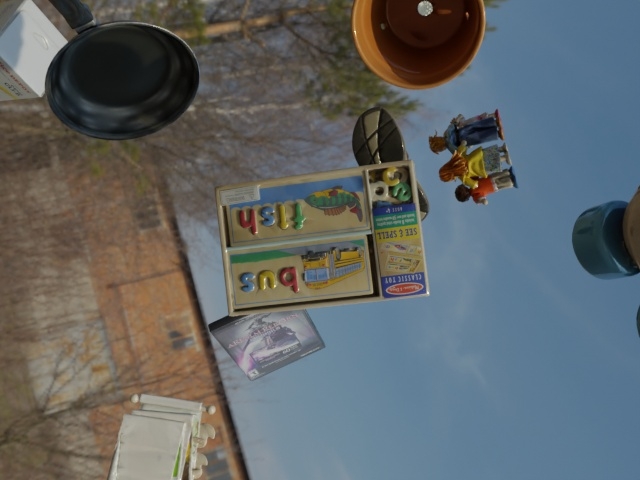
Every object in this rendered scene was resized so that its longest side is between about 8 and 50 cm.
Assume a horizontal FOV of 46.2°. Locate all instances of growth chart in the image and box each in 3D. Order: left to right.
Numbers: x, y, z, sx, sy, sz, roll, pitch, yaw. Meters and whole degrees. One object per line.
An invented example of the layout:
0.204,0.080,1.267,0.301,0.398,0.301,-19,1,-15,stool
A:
-0.281,0.378,1.279,0.021,0.172,0.237,91,16,-81,growth chart

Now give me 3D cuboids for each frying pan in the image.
-0.293,-0.229,0.929,0.326,0.197,0.053,28,32,-50,frying pan

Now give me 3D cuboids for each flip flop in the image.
0.154,-0.159,1.614,0.277,0.112,0.080,59,19,-23,flip flop

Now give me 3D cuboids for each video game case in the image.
-0.111,0.213,1.665,0.274,0.196,0.026,66,0,-56,video game case

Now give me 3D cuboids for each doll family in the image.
0.326,-0.204,1.658,0.118,0.163,0.262,51,29,-52,doll family

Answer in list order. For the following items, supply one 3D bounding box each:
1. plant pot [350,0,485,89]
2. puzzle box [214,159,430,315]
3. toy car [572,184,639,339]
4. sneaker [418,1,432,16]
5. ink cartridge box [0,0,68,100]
0.228,-0.508,1.700,0.203,0.291,0.290,-63,152,-61,plant pot
0.000,0.000,1.499,0.052,0.409,0.271,2,80,-80,puzzle box
0.398,-0.027,0.667,0.210,0.238,0.219,50,-26,-8,toy car
0.240,-0.700,2.074,0.163,0.086,0.226,39,-45,48,sneaker
-0.571,-0.342,1.361,0.176,0.127,0.128,2,-33,33,ink cartridge box
